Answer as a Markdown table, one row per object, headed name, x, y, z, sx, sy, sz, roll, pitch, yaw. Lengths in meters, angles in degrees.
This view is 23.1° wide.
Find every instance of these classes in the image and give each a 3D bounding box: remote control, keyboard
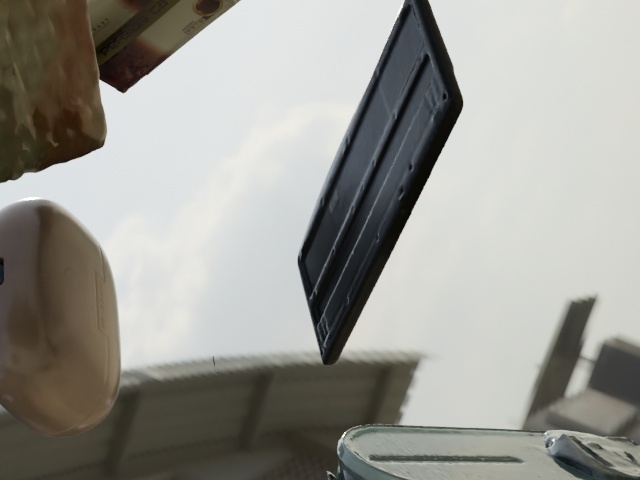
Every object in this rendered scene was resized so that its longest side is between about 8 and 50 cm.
| name | x | y | z | sx | sy | sz | roll | pitch | yaw |
| --- | --- | --- | --- | --- | --- | --- | --- | --- | --- |
| remote control | 0.120 | 0.152 | 0.982 | 0.247 | 0.104 | 0.052 | 6 | -77 | -29 |
| keyboard | 0.012 | 0.001 | 1.021 | 0.381 | 0.041 | 0.103 | 122 | 142 | -46 |

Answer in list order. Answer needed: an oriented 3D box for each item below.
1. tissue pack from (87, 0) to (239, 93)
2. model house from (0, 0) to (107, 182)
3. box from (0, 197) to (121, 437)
| name | x | y | z | sx | sy | sz | roll | pitch | yaw |
| --- | --- | --- | --- | --- | --- | --- | --- | --- | --- |
| tissue pack | -0.155 | -0.213 | 1.325 | 0.106 | 0.148 | 0.099 | 31 | -143 | -36 |
| model house | -0.307 | -0.173 | 0.916 | 0.245 | 0.312 | 0.280 | -29 | -63 | -58 |
| box | -0.221 | 0.061 | 1.271 | 0.146 | 0.088 | 0.200 | 53 | -157 | -51 |
